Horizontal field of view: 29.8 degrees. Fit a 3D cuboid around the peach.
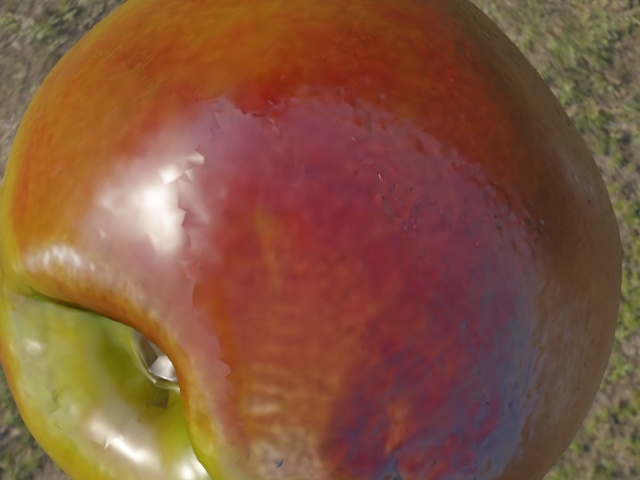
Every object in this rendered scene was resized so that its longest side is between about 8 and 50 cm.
[{"bbox_3d":[0.000,0.000,0.602,0.307,0.332,0.308,10,114,25],"label":"peach"}]
